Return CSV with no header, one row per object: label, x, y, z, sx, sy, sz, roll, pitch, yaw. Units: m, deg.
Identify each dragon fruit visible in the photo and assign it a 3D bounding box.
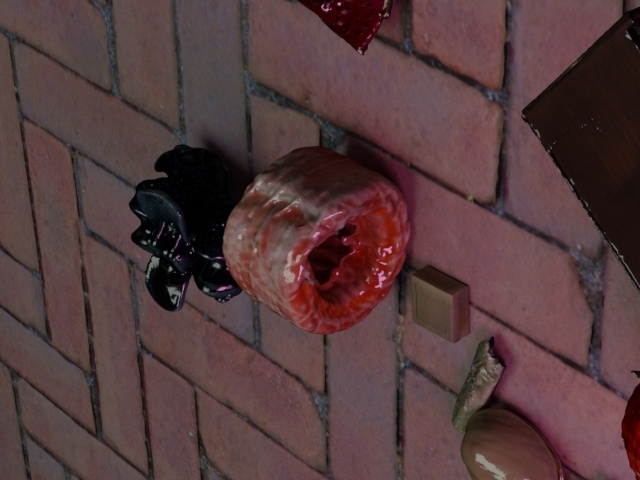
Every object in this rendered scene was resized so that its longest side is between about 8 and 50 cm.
dragon fruit,-0.022,-0.382,1.991,0.262,0.134,0.211,42,178,-37

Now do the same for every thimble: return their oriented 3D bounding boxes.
thimble,0.000,0.000,2.144,0.162,0.239,0.239,35,137,36

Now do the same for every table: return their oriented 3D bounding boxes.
table,0.394,-0.088,1.531,0.282,0.250,0.196,59,146,9

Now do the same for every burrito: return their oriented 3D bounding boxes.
burrito,0.212,0.198,2.152,0.171,0.042,0.051,112,153,-43

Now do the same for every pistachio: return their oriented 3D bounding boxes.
pistachio,0.251,0.289,2.121,0.149,0.113,0.113,27,135,17

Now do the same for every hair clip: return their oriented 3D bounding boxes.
hair clip,-0.162,-0.018,2.358,0.310,0.206,0.194,30,133,40

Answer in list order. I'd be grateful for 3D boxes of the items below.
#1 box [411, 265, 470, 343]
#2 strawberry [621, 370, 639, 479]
box,0.161,0.088,2.154,0.079,0.035,0.083,28,134,40
strawberry,0.447,0.213,1.693,0.257,0.257,0.277,29,148,40
